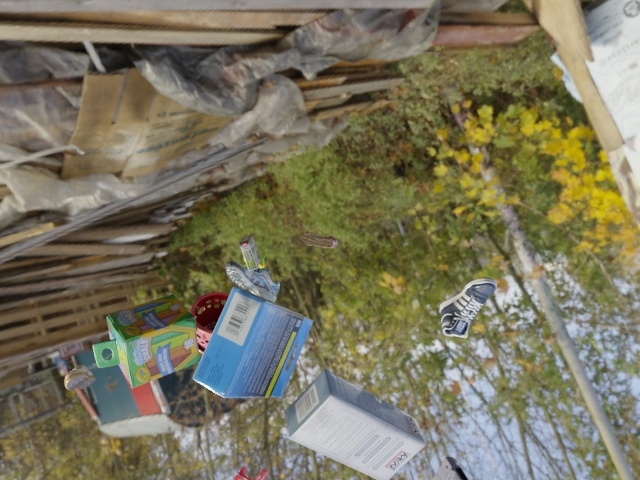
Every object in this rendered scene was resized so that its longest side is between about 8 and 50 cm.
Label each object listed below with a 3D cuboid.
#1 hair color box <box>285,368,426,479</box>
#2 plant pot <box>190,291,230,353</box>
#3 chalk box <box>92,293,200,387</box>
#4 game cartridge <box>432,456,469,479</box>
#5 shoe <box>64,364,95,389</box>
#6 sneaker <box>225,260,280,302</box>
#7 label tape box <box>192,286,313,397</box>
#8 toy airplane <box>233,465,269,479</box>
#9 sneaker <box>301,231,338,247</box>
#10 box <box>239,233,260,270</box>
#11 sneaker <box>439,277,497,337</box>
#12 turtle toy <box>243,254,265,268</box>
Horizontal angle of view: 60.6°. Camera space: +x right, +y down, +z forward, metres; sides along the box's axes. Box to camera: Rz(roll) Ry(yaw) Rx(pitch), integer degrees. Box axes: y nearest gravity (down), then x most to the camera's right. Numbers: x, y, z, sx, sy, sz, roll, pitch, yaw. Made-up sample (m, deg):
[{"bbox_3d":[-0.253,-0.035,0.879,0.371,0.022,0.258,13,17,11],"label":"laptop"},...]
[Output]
[{"bbox_3d":[0.104,0.541,1.583,0.185,0.374,0.114,-49,-155,15],"label":"hair color box"},{"bbox_3d":[-0.370,0.310,1.969,0.191,0.191,0.174,-18,140,-29],"label":"plant pot"},{"bbox_3d":[-0.550,0.318,1.710,0.288,0.180,0.179,-18,-149,-32],"label":"chalk box"},{"bbox_3d":[0.479,0.962,1.889,0.068,0.230,0.355,20,-164,-24],"label":"game cartridge"},{"bbox_3d":[-0.807,0.451,1.817,0.076,0.058,0.219,-33,170,-18],"label":"shoe"},{"bbox_3d":[-0.289,0.160,2.368,0.110,0.283,0.122,-1,-127,50],"label":"sneaker"},{"bbox_3d":[-0.161,0.275,1.420,0.105,0.241,0.333,20,172,23],"label":"label tape box"},{"bbox_3d":[-0.281,0.957,2.173,0.151,0.151,0.028,-20,-172,-15],"label":"toy airplane"},{"bbox_3d":[0.000,0.000,1.806,0.118,0.042,0.067,16,-172,22],"label":"sneaker"},{"bbox_3d":[-0.268,0.043,2.106,0.036,0.114,0.207,-19,-172,0],"label":"box"},{"bbox_3d":[0.551,0.260,2.040,0.282,0.099,0.153,-46,-157,44],"label":"sneaker"},{"bbox_3d":[-0.310,0.114,2.532,0.130,0.095,0.066,-34,154,7],"label":"turtle toy"}]
